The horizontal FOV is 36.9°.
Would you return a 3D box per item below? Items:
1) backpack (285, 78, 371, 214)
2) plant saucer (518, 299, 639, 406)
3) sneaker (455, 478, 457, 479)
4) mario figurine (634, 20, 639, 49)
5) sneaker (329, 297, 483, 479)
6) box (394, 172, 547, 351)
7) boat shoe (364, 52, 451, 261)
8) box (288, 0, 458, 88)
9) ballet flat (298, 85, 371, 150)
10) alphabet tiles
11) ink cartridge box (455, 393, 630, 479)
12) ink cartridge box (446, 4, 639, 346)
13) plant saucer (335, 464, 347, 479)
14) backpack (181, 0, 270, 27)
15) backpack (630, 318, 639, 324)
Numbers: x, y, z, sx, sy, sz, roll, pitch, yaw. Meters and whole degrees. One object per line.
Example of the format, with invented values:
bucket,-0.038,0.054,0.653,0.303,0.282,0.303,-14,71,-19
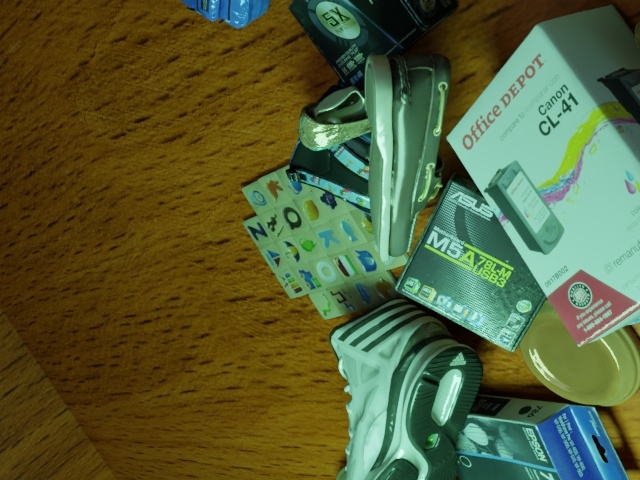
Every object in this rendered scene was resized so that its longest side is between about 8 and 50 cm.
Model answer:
backpack,0.058,-0.125,1.375,0.173,0.117,0.158,30,143,5
plant saucer,0.362,0.160,1.366,0.200,0.037,0.200,28,139,28
sneaker,0.269,0.471,1.683,0.128,0.087,0.221,13,158,27
mario figurine,0.460,-0.232,0.888,0.198,0.170,0.321,31,172,-39
sneaker,0.106,0.295,1.602,0.257,0.169,0.447,49,129,49
box,0.223,0.031,1.305,0.191,0.045,0.184,29,118,7
boat shoe,0.111,-0.098,1.227,0.116,0.097,0.324,-101,5,-46
box,0.065,-0.303,1.245,0.147,0.077,0.180,54,144,-3
ballet flat,0.067,-0.179,1.258,0.067,0.206,0.073,72,174,-48
alphabet tiles,0.000,0.000,1.634,0.342,0.011,0.285,-20,105,53
ink cartridge box,0.316,0.328,1.511,0.333,0.065,0.165,-9,114,55
ink cartridge box,0.309,-0.069,1.077,0.306,0.131,0.226,59,146,17
plant saucer,0.149,0.551,1.929,0.278,0.041,0.277,28,138,29
backpack,-0.137,-0.363,1.392,0.120,0.101,0.098,34,147,17
backpack,0.373,0.052,1.221,0.105,0.084,0.114,-13,107,48
